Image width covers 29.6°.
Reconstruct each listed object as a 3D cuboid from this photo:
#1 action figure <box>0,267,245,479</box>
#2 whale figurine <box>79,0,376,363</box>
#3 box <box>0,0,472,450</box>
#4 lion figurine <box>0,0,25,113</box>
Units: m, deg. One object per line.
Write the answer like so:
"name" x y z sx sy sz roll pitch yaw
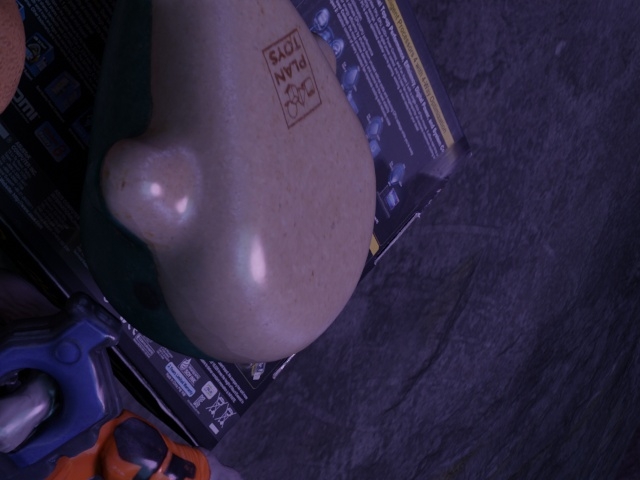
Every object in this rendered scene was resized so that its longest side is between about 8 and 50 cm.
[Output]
"action figure" -0.231 0.138 0.751 0.341 0.179 0.330 -27 123 9
"whale figurine" -0.070 -0.067 0.643 0.216 0.141 0.272 -46 127 -51
"box" -0.076 -0.089 0.790 0.318 0.097 0.395 -47 137 -15
"lion figurine" -0.183 -0.165 0.537 0.240 0.142 0.392 22 72 -54
